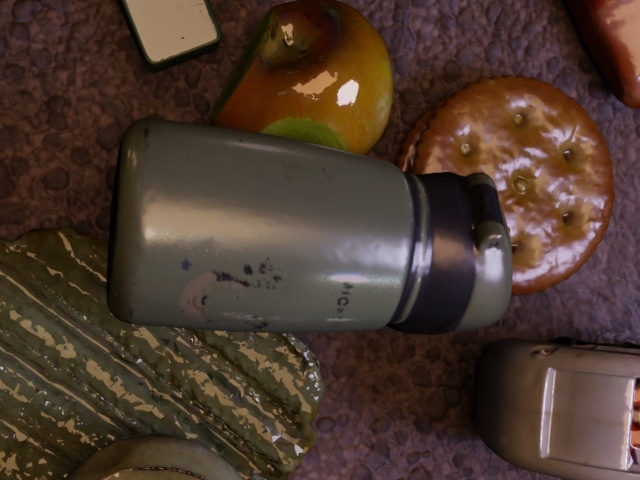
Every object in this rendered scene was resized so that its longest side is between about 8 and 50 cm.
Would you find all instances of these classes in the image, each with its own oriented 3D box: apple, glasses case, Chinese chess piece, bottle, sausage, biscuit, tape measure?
[{"bbox_3d":[-0.015,-0.139,0.888,0.163,0.147,0.147,5,61,-2],"label":"apple"},{"bbox_3d":[-0.160,-0.255,0.924,0.077,0.039,0.184,-23,92,-12],"label":"glasses case"},{"bbox_3d":[-0.141,0.257,0.831,0.188,0.083,0.189,-2,100,-11],"label":"Chinese chess piece"},{"bbox_3d":[0.000,0.001,0.828,0.346,0.168,0.169,7,86,-14],"label":"bottle"},{"bbox_3d":[0.282,-0.271,1.001,0.089,0.083,0.300,-29,96,-12],"label":"sausage"},{"bbox_3d":[0.183,-0.052,0.978,0.220,0.066,0.221,1,87,-15],"label":"biscuit"},{"bbox_3d":[0.279,0.150,0.889,0.265,0.258,0.130,8,88,-12],"label":"tape measure"}]

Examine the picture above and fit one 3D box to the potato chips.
[{"bbox_3d":[-0.211,0.162,0.880,0.429,0.070,0.359,35,83,-9],"label":"potato chips"}]
